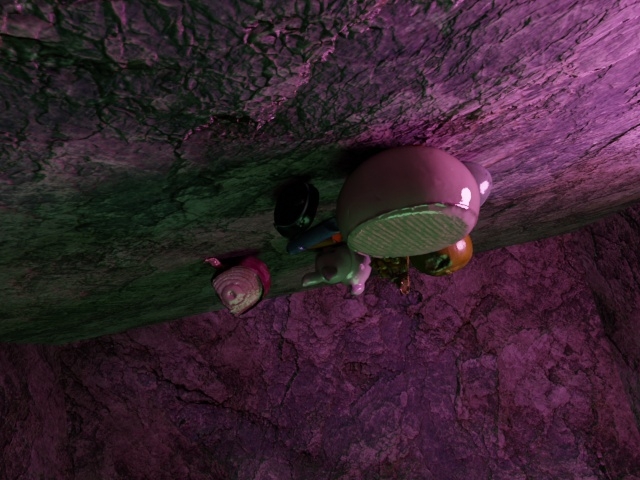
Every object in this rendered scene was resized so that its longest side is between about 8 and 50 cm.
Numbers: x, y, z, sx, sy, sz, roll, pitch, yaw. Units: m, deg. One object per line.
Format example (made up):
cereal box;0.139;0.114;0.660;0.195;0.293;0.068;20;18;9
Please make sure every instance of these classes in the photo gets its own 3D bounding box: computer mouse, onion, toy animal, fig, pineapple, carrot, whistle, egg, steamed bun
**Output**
computer mouse;-0.077;-0.085;1.385;0.096;0.137;0.233;12;163;-15
onion;-0.334;0.170;2.087;0.256;0.273;0.230;-7;-166;0
toy animal;0.080;0.143;2.309;0.196;0.241;0.367;-25;164;37
fig;0.435;0.000;1.871;0.239;0.271;0.239;-20;165;-6
pineapple;0.264;0.085;2.057;0.208;0.286;0.344;-1;151;13
carrot;0.000;0.000;1.992;0.072;0.072;0.205;-1;165;-44
whistle;-0.026;-0.014;1.915;0.062;0.062;0.304;-3;164;-40
egg;0.391;-0.149;1.484;0.236;0.169;0.169;-16;168;16
steamed bun;0.219;-0.111;1.291;0.374;0.242;0.374;-6;162;-2
